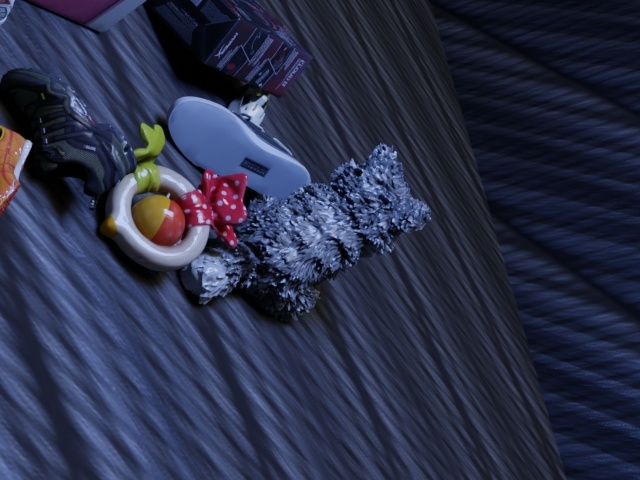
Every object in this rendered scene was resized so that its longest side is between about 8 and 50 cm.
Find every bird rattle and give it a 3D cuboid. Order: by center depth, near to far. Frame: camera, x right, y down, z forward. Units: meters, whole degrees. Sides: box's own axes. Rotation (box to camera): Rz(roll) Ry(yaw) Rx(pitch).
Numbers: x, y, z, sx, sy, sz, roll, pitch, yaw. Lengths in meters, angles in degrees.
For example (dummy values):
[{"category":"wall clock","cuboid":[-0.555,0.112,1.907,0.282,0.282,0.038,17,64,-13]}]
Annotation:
[{"category":"bird rattle","cuboid":[-0.231,-0.044,1.967,0.253,0.143,0.207,40,51,-28]}]

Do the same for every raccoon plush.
[{"category":"raccoon plush","cuboid":[0.000,0.000,2.168,0.216,0.299,0.446,58,22,-6]}]

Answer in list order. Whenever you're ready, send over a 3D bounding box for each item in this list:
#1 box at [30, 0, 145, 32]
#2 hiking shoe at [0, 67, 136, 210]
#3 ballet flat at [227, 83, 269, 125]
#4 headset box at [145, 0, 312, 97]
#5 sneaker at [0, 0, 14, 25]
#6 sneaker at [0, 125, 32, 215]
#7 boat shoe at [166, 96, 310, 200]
[{"category":"box","cuboid":[-0.395,-0.450,2.108,0.232,0.127,0.149,15,48,-61]},{"category":"hiking shoe","cuboid":[-0.366,-0.145,1.823,0.227,0.086,0.114,38,64,6]},{"category":"ballet flat","cuboid":[-0.135,-0.247,2.510,0.072,0.068,0.213,51,23,-23]},{"category":"headset box","cuboid":[-0.164,-0.395,2.487,0.218,0.110,0.293,47,16,27]},{"category":"sneaker","cuboid":[-0.509,-0.370,1.775,0.225,0.093,0.088,32,25,-31]},{"category":"sneaker","cuboid":[-0.418,-0.084,1.697,0.067,0.064,0.175,27,28,-22]},{"category":"boat shoe","cuboid":[-0.147,-0.173,2.315,0.306,0.113,0.105,24,21,-33]}]
